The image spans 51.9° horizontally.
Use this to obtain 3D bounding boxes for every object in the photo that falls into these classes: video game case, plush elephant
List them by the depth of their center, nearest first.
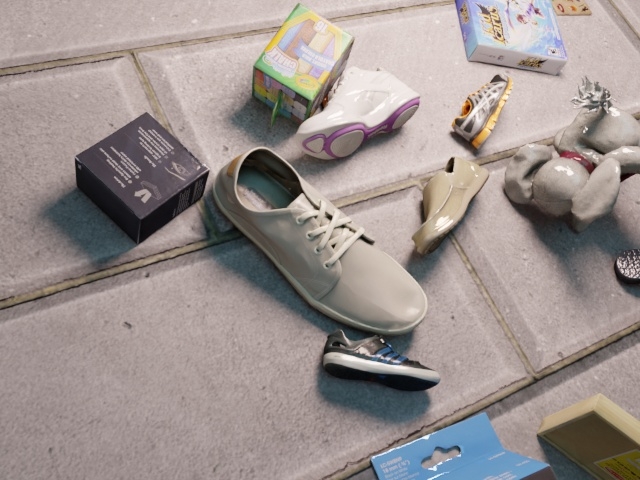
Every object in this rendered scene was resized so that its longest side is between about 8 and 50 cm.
[{"bbox_3d":[0.542,-0.134,1.331,0.330,0.255,0.272,32,6,-36],"label":"plush elephant"},{"bbox_3d":[0.465,-0.547,1.627,0.245,0.061,0.269,4,61,-15],"label":"video game case"}]

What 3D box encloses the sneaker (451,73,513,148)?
[{"bbox_3d":[0.358,-0.300,1.445,0.083,0.084,0.214,28,58,4],"label":"sneaker"}]

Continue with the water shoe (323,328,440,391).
[{"bbox_3d":[0.106,0.195,1.095,0.203,0.073,0.080,13,57,-11],"label":"water shoe"}]

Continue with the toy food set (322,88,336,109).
[{"bbox_3d":[0.013,-0.302,1.373,0.122,0.019,0.078,46,59,3],"label":"toy food set"}]

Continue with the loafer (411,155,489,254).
[{"bbox_3d":[0.236,-0.073,1.275,0.092,0.102,0.268,37,48,6],"label":"loafer"}]

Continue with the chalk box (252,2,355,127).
[{"bbox_3d":[-0.050,-0.320,1.280,0.132,0.132,0.213,33,73,1],"label":"chalk box"}]

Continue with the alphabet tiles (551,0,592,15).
[{"bbox_3d":[0.648,-0.708,1.805,0.198,0.009,0.237,-8,65,-22],"label":"alphabet tiles"}]

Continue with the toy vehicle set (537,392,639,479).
[{"bbox_3d":[0.511,0.366,1.074,0.267,0.166,0.035,37,58,4],"label":"toy vehicle set"}]

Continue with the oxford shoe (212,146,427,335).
[{"bbox_3d":[0.000,0.000,1.138,0.449,0.130,0.169,40,56,5],"label":"oxford shoe"}]

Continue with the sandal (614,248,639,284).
[{"bbox_3d":[0.739,0.058,1.349,0.255,0.054,0.097,5,60,16],"label":"sandal"}]

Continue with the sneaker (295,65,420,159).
[{"bbox_3d":[0.054,-0.260,1.312,0.305,0.114,0.152,-28,71,-34],"label":"sneaker"}]

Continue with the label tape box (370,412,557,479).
[{"bbox_3d":[0.255,0.440,0.988,0.241,0.106,0.333,-13,67,-24],"label":"label tape box"}]

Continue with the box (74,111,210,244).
[{"bbox_3d":[-0.303,-0.108,1.119,0.156,0.093,0.158,43,57,8],"label":"box"}]
